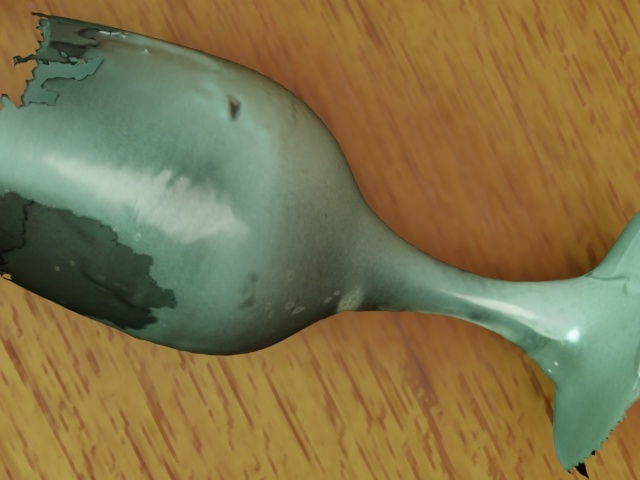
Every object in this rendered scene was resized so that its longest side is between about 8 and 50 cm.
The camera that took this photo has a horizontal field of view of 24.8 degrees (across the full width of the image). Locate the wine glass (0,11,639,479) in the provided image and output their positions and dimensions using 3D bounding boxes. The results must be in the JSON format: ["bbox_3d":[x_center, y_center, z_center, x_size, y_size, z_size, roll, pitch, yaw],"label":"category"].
[{"bbox_3d":[0.000,0.000,0.663,0.321,0.143,0.143,16,90,-3],"label":"wine glass"}]
